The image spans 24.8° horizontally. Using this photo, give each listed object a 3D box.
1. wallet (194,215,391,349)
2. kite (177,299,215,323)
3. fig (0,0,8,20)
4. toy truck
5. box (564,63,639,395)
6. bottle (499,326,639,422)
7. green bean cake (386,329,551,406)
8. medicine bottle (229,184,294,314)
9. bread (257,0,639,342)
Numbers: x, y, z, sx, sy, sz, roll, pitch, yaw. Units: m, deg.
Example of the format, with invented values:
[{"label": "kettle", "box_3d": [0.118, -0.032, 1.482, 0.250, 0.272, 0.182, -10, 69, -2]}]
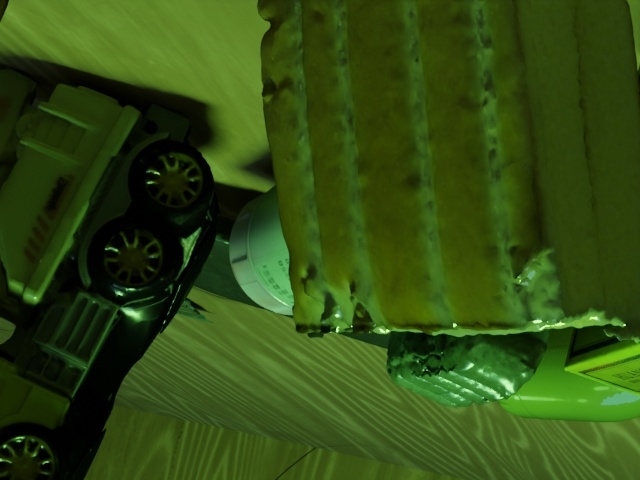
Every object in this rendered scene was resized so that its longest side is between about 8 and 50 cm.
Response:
[{"label": "wallet", "box_3d": [-0.001, 0.055, 1.513, 0.310, 0.042, 0.165, 19, 160, 6]}, {"label": "kite", "box_3d": [-0.316, 0.041, 2.016, 0.406, 0.014, 0.368, 28, 159, -38]}, {"label": "fig", "box_3d": [-0.344, -0.186, 0.926, 0.290, 0.190, 0.190, 8, 164, 20]}, {"label": "toy truck", "box_3d": [-0.258, 0.051, 1.272, 0.254, 0.405, 0.180, 26, 164, -2]}, {"label": "box", "box_3d": [0.222, -0.025, 0.866, 0.064, 0.220, 0.141, 18, 164, -9]}, {"label": "bottle", "box_3d": [0.309, 0.145, 1.604, 0.112, 0.112, 0.260, 26, 162, -35]}, {"label": "green bean cake", "box_3d": [0.137, 0.048, 1.279, 0.094, 0.185, 0.183, 20, 165, -17]}, {"label": "medicine bottle", "box_3d": [0.000, 0.000, 1.337, 0.135, 0.135, 0.168, 21, 164, -22]}, {"label": "bread", "box_3d": [0.070, -0.057, 0.846, 0.111, 0.246, 0.239, -5, 179, -36]}]
